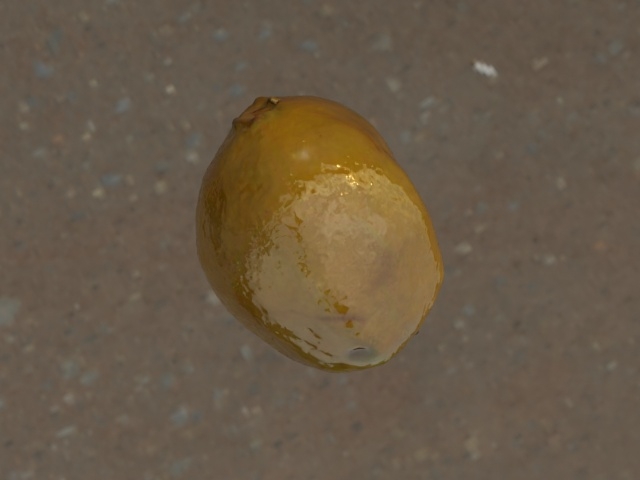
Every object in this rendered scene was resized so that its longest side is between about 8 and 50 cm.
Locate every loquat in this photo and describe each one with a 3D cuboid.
[{"bbox_3d":[0.000,0.000,1.209,0.176,0.187,0.234,-21,120,14],"label":"loquat"}]
